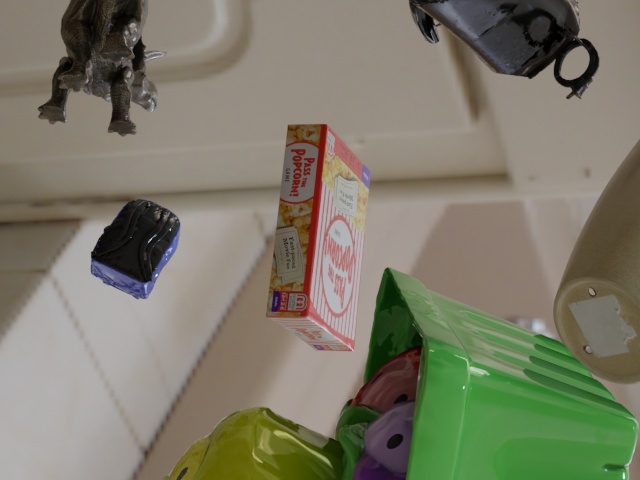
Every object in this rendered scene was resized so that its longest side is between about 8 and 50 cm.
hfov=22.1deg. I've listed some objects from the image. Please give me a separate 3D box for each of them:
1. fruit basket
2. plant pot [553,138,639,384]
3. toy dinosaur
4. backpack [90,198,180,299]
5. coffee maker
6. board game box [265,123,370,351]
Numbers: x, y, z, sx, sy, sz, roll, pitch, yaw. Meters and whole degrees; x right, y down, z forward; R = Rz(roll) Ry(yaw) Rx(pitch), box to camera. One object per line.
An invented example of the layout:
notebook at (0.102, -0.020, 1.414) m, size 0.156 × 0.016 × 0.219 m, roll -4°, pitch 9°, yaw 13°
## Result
fruit basket at (0.023, 0.178, 1.262) m, size 0.392 × 0.392 × 0.283 m, roll -6°, pitch 106°, yaw -64°
plant pot at (0.370, 0.029, 1.733) m, size 0.274 × 0.256 × 0.256 m, roll -36°, pitch 122°, yaw -38°
toy dinosaur at (-0.214, -0.209, 1.618) m, size 0.313 × 0.121 × 0.160 m, roll 100°, pitch -8°, yaw -58°
backpack at (-0.250, 0.009, 2.222) m, size 0.120 × 0.098 × 0.101 m, roll -62°, pitch 178°, yaw -25°
coffee maker at (0.146, -0.221, 1.397) m, size 0.178 × 0.171 × 0.120 m, roll 27°, pitch 90°, yaw -56°
board game box at (0.000, 0.000, 1.617) m, size 0.147 × 0.045 × 0.194 m, roll 40°, pitch 53°, yaw -65°
